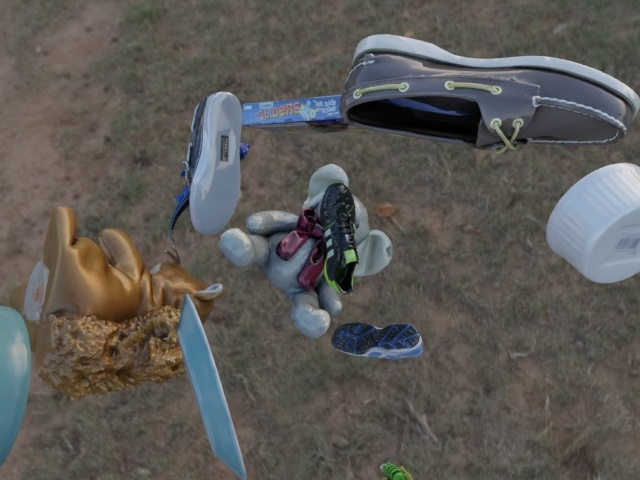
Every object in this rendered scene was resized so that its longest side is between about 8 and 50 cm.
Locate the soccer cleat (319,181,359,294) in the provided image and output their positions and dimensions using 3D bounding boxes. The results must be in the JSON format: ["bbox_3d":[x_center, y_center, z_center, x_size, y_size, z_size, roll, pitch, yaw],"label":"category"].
[{"bbox_3d":[0.035,-0.001,1.109,0.060,0.178,0.072,-11,28,-20],"label":"soccer cleat"}]

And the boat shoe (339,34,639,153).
[{"bbox_3d":[0.183,-0.148,0.809,0.325,0.116,0.096,14,67,12],"label":"boat shoe"}]

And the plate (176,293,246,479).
[{"bbox_3d":[-0.111,0.144,0.693,0.024,0.188,0.188,-17,50,-15],"label":"plate"}]

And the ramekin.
[{"bbox_3d":[0.684,-0.030,1.674,0.277,0.277,0.135,-25,44,-3],"label":"ramekin"}]

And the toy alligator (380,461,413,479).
[{"bbox_3d":[0.167,0.544,1.685,0.056,0.051,0.190,-30,9,-11],"label":"toy alligator"}]

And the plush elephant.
[{"bbox_3d":[0.000,0.000,1.470,0.255,0.330,0.272,-43,90,12],"label":"plush elephant"}]

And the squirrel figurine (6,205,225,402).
[{"bbox_3d":[-0.372,0.158,1.422,0.281,0.371,0.397,-57,42,22],"label":"squirrel figurine"}]

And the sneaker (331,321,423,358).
[{"bbox_3d":[0.122,0.226,1.555,0.211,0.081,0.080,1,58,29],"label":"sneaker"}]

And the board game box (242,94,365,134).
[{"bbox_3d":[0.000,-0.189,1.096,0.201,0.136,0.035,2,92,32],"label":"board game box"}]

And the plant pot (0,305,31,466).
[{"bbox_3d":[-0.438,0.135,0.689,0.272,0.255,0.271,-16,67,43],"label":"plant pot"}]

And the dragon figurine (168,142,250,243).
[{"bbox_3d":[-0.267,-0.132,1.625,0.085,0.144,0.289,36,52,2],"label":"dragon figurine"}]

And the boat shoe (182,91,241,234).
[{"bbox_3d":[-0.245,-0.166,1.551,0.105,0.113,0.306,5,94,49],"label":"boat shoe"}]
